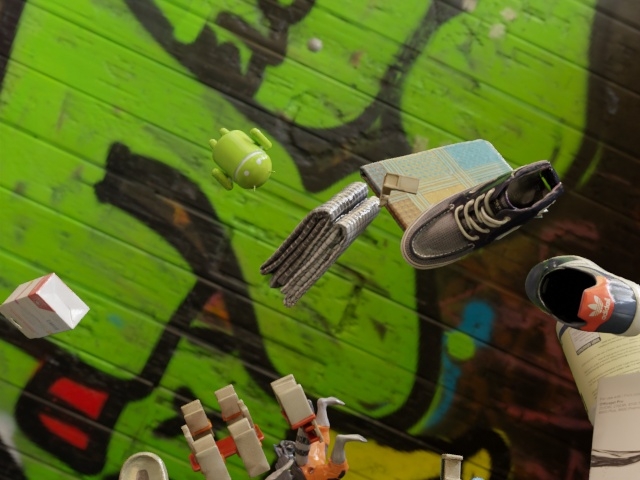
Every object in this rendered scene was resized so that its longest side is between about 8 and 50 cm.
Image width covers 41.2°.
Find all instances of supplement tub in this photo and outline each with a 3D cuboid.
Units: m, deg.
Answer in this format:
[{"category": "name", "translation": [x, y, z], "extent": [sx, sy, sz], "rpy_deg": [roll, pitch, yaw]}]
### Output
[{"category": "supplement tub", "translation": [0.683, 0.290, 1.884], "extent": [0.235, 0.235, 0.325], "rpy_deg": [117, -31, -48]}]

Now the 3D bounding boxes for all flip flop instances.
[{"category": "flip flop", "translation": [-0.286, 0.486, 1.430], "extent": [0.080, 0.112, 0.277], "rpy_deg": [105, -25, -58]}]

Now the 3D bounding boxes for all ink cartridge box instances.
[{"category": "ink cartridge box", "translation": [-0.613, 0.148, 1.868], "extent": [0.198, 0.115, 0.067], "rpy_deg": [-15, -148, 42]}, {"category": "ink cartridge box", "translation": [0.611, 0.462, 1.489], "extent": [0.166, 0.285, 0.395], "rpy_deg": [-21, -139, 44]}]

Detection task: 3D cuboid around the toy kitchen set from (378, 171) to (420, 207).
[{"category": "toy kitchen set", "translation": [0.167, -0.100, 1.826], "extent": [0.083, 0.075, 0.068], "rpy_deg": [79, 24, -82]}]

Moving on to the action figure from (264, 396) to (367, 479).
[{"category": "action figure", "translation": [-0.057, 0.493, 1.857], "extent": [0.330, 0.178, 0.341], "rpy_deg": [-59, -147, 6]}]

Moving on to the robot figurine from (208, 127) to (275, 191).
[{"category": "robot figurine", "translation": [-0.122, -0.126, 1.327], "extent": [0.101, 0.115, 0.067], "rpy_deg": [-45, 156, -2]}]

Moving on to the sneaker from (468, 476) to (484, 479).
[{"category": "sneaker", "translation": [0.257, 0.427, 1.260], "extent": [0.073, 0.063, 0.162], "rpy_deg": [123, -37, -48]}]

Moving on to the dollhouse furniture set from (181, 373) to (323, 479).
[{"category": "dollhouse furniture set", "translation": [-0.138, 0.386, 1.691], "extent": [0.259, 0.135, 0.262], "rpy_deg": [-23, -166, -11]}]

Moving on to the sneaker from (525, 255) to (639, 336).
[{"category": "sneaker", "translation": [0.454, 0.090, 1.601], "extent": [0.350, 0.148, 0.131], "rpy_deg": [-165, -94, -73]}]

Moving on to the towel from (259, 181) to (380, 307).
[{"category": "towel", "translation": [0.000, 0.000, 2.037], "extent": [0.284, 0.121, 0.235], "rpy_deg": [-49, 176, 31]}]

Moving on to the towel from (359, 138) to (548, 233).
[{"category": "towel", "translation": [0.306, -0.113, 1.966], "extent": [0.271, 0.370, 0.040], "rpy_deg": [56, -32, 32]}]

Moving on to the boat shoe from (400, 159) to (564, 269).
[{"category": "boat shoe", "translation": [0.306, -0.055, 1.631], "extent": [0.340, 0.127, 0.158], "rpy_deg": [-31, 174, 3]}]

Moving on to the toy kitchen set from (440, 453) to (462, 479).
[{"category": "toy kitchen set", "translation": [0.233, 0.602, 2.086], "extent": [0.122, 0.207, 0.166], "rpy_deg": [106, -10, -69]}]
